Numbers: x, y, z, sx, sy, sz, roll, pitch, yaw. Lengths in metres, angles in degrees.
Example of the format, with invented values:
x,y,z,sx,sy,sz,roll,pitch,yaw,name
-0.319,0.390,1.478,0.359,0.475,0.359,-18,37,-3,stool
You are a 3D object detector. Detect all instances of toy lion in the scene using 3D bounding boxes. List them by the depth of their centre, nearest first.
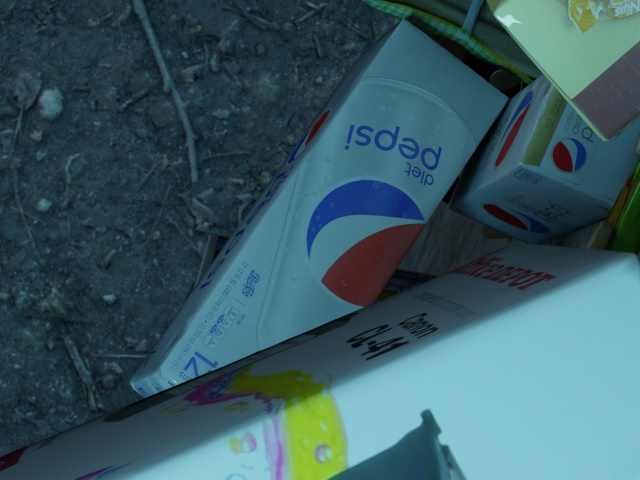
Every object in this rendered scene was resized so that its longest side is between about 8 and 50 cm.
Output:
x,y,z,sx,sy,sz,roll,pitch,yaw,name
0.167,-0.016,0.995,0.096,0.034,0.100,-26,-39,-85,toy lion

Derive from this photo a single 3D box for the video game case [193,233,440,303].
x,y,z,sx,sy,sz,roll,pitch,yaw,name
0.008,0.044,1.413,0.285,0.204,0.025,-95,16,-81,video game case

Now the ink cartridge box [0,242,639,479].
x,y,z,sx,sy,sz,roll,pitch,yaw,name
-0.018,0.115,0.711,0.306,0.131,0.226,-24,3,-4,ink cartridge box

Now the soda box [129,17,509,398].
x,y,z,sx,sy,sz,roll,pitch,yaw,name
0.000,0.000,1.197,0.286,0.091,0.098,-56,9,-18,soda box

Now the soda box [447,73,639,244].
x,y,z,sx,sy,sz,roll,pitch,yaw,name
0.144,-0.051,1.180,0.216,0.069,0.074,144,149,-80,soda box

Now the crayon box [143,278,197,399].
x,y,z,sx,sy,sz,roll,pitch,yaw,name
-0.039,0.166,1.342,0.318,0.202,0.081,-77,12,-63,crayon box

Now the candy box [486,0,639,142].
x,y,z,sx,sy,sz,roll,pitch,yaw,name
0.174,-0.168,0.967,0.183,0.087,0.316,-42,9,11,candy box

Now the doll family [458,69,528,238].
x,y,z,sx,sy,sz,roll,pitch,yaw,name
0.143,-0.093,1.393,0.111,0.076,0.193,-82,13,-58,doll family

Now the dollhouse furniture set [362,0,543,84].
x,y,z,sx,sy,sz,roll,pitch,yaw,name
0.143,-0.234,1.322,0.151,0.198,0.301,131,163,-71,dollhouse furniture set

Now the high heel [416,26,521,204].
x,y,z,sx,sy,sz,roll,pitch,yaw,name
0.174,-0.209,1.545,0.377,0.127,0.181,-52,-31,-20,high heel
